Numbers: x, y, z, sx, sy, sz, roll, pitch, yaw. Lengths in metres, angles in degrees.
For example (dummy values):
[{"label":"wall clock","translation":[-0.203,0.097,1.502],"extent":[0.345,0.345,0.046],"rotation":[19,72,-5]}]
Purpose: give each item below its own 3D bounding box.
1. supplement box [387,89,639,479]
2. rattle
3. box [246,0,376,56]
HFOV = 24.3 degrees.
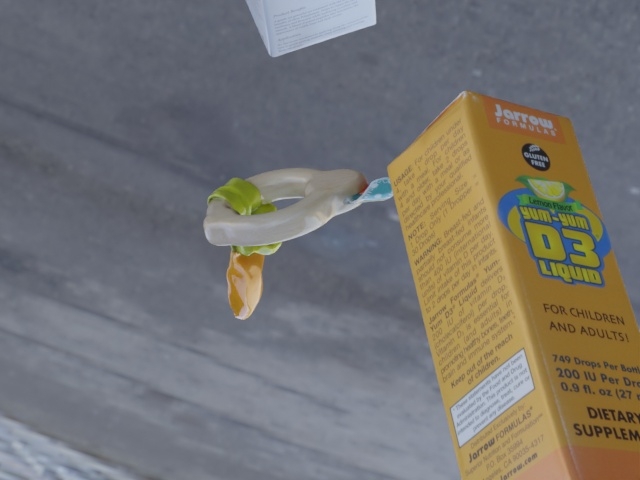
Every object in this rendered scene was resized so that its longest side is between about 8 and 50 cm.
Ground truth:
[{"label":"supplement box","translation":[0.103,0.040,0.739],"extent":[0.078,0.233,0.080],"rotation":[10,140,-30]},{"label":"rattle","translation":[0.000,0.000,1.373],"extent":[0.200,0.142,0.130],"rotation":[-9,-172,6]},{"label":"box","translation":[-0.016,-0.233,1.279],"extent":[0.101,0.102,0.087],"rotation":[-19,147,-7]}]
